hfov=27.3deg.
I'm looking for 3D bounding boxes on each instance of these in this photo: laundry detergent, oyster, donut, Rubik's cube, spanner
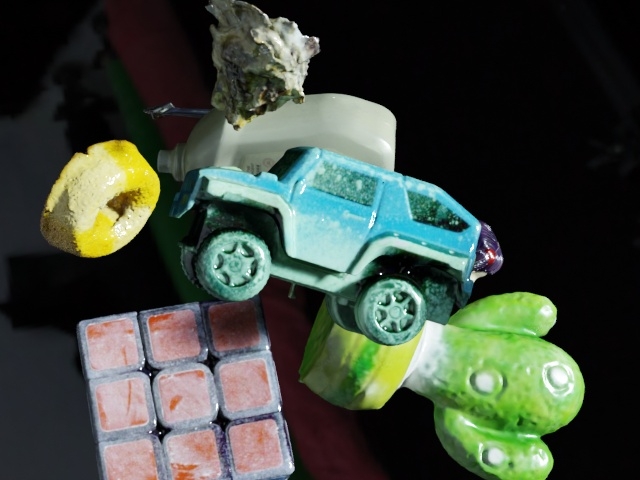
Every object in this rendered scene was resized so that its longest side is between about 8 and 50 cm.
[{"bbox_3d":[-0.048,-0.076,1.420,0.091,0.253,0.181,-85,177,-46],"label":"laundry detergent"},{"bbox_3d":[-0.055,-0.157,1.200,0.166,0.108,0.053,92,9,-62],"label":"oyster"},{"bbox_3d":[-0.281,-0.047,1.723,0.065,0.178,0.162,31,-54,23],"label":"donut"},{"bbox_3d":[-0.226,0.281,2.160,0.301,0.305,0.304,114,-33,-72],"label":"Rubik's cube"},{"bbox_3d":[-0.161,-0.163,1.689,0.208,0.046,0.012,9,-65,46],"label":"spanner"}]

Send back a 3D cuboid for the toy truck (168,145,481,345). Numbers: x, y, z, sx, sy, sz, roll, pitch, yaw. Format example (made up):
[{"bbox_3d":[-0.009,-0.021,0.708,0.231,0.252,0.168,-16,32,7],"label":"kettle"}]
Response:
[{"bbox_3d":[0.000,0.000,1.227,0.155,0.278,0.156,-172,-81,-78],"label":"toy truck"}]

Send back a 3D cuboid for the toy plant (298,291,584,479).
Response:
[{"bbox_3d":[0.151,0.138,1.519,0.184,0.315,0.224,130,-17,-72],"label":"toy plant"}]

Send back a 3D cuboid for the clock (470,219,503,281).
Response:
[{"bbox_3d":[0.175,0.033,1.983,0.194,0.195,0.100,-70,137,-76],"label":"clock"}]
